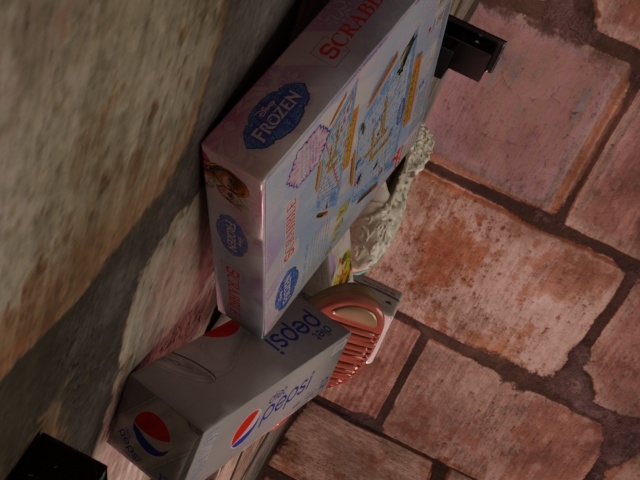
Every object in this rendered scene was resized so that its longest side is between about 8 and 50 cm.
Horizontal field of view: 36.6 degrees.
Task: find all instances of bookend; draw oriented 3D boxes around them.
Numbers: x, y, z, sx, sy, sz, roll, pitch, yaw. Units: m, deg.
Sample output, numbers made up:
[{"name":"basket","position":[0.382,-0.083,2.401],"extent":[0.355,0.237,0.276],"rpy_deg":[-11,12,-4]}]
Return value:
[{"name":"bookend","position":[0.256,-0.357,1.836],"extent":[0.157,0.156,0.072],"rpy_deg":[-54,169,-54]}]

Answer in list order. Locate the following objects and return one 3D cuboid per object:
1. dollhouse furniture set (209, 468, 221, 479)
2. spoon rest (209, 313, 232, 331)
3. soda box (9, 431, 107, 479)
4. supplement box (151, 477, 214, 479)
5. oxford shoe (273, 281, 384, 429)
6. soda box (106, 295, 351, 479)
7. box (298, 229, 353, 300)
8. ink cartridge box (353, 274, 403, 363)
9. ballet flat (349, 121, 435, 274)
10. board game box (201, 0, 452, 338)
[{"name":"dollhouse furniture set","position":[-0.121,0.482,1.467],"extent":[0.286,0.303,0.198],"rpy_deg":[-64,173,4]},{"name":"spoon rest","position":[-0.103,0.109,1.196],"extent":[0.137,0.084,0.276],"rpy_deg":[95,9,-78]},{"name":"soda box","position":[-0.216,0.225,0.679],"extent":[0.169,0.060,0.053],"rpy_deg":[-60,174,-32]},{"name":"supplement box","position":[-0.211,0.441,1.339],"extent":[0.239,0.130,0.073],"rpy_deg":[-65,174,5]},{"name":"oxford shoe","position":[-0.045,0.137,1.349],"extent":[0.397,0.140,0.147],"rpy_deg":[-41,-147,45]},{"name":"soda box","position":[-0.086,0.148,1.010],"extent":[0.286,0.098,0.091],"rpy_deg":[-25,144,-56]},{"name":"box","position":[0.000,0.000,1.293],"extent":[0.063,0.067,0.324],"rpy_deg":[-60,161,-25]},{"name":"ink cartridge box","position":[0.054,0.139,2.021],"extent":[0.273,0.198,0.115],"rpy_deg":[-35,150,-79]},{"name":"ballet flat","position":[0.099,-0.118,1.807],"extent":[0.147,0.147,0.409],"rpy_deg":[110,6,-48]},{"name":"board game box","position":[0.011,-0.098,0.941],"extent":[0.318,0.066,0.319],"rpy_deg":[-52,165,-25]}]
